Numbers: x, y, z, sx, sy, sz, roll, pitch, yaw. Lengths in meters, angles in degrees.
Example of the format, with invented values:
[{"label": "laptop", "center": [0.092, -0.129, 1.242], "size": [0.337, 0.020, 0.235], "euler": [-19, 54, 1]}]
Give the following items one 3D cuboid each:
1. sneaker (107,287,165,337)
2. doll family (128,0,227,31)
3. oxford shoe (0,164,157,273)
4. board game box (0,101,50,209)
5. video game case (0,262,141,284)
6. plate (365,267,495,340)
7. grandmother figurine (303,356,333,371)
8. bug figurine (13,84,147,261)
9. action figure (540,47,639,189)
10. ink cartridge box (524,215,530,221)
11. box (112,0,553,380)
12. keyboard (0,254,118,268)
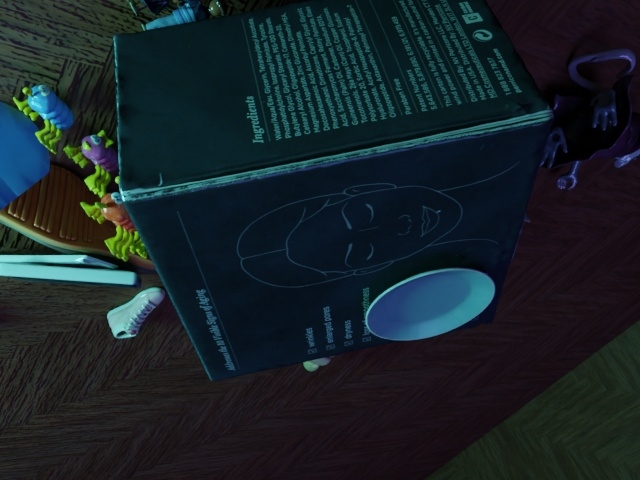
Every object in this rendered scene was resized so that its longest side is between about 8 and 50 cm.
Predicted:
[{"label": "sneaker", "center": [-0.371, 0.154, 1.369], "size": [0.134, 0.070, 0.051], "euler": [-29, 143, 6]}, {"label": "doll family", "center": [-0.192, -0.324, 0.834], "size": [0.112, 0.076, 0.193], "euler": [-28, 151, -1]}, {"label": "oxford shoe", "center": [-0.401, -0.017, 1.079], "size": [0.133, 0.129, 0.364], "euler": [-26, 141, 38]}, {"label": "board game box", "center": [-0.468, -0.112, 0.926], "size": [0.168, 0.033, 0.133], "euler": [-47, 117, -24]}, {"label": "video game case", "center": [-0.406, 0.060, 1.115], "size": [0.202, 0.023, 0.183], "euler": [5, 173, -12]}, {"label": "plate", "center": [0.153, 0.086, 0.947], "size": [0.188, 0.024, 0.188], "euler": [-9, 145, -6]}, {"label": "grandmother figurine", "center": [-0.091, 0.244, 1.633], "size": [0.208, 0.104, 0.342], "euler": [-47, 143, 17]}, {"label": "bug figurine", "center": [-0.306, -0.094, 0.934], "size": [0.072, 0.279, 0.216], "euler": [-36, 166, -4]}, {"label": "action figure", "center": [0.580, -0.227, 1.377], "size": [0.370, 0.248, 0.275], "euler": [-6, 101, -43]}, {"label": "ink cartridge box", "center": [0.366, -0.071, 1.468], "size": [0.181, 0.104, 0.061], "euler": [9, 134, -38]}, {"label": "box", "center": [0.009, -0.062, 0.962], "size": [0.472, 0.297, 0.479], "euler": [-13, 145, -5]}, {"label": "keyboard", "center": [-0.449, 0.035, 1.090], "size": [0.256, 0.014, 0.072], "euler": [0, 170, 27]}]
